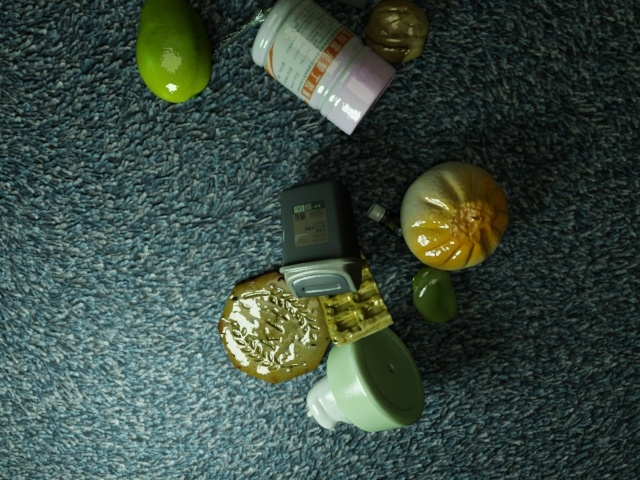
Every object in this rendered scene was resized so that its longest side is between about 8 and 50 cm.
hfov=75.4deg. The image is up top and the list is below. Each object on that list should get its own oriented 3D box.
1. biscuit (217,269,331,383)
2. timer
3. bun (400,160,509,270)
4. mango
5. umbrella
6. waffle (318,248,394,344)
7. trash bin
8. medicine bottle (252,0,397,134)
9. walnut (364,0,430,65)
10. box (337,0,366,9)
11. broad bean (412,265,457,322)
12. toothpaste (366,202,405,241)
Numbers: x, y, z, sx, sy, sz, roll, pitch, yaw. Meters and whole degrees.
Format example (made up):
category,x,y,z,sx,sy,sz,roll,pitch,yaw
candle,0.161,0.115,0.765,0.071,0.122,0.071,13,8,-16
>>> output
category,x,y,z,sx,sy,sz,roll,pitch,yaw
biscuit,-0.136,0.266,1.249,0.358,0.046,0.359,1,100,3
timer,0.088,0.427,1.182,0.291,0.291,0.315,47,119,-6
bun,0.368,-0.061,1.097,0.298,0.165,0.299,-1,101,-7
mango,-0.374,-0.498,1.069,0.185,0.149,0.273,6,95,3
umbrella,-0.192,-0.571,1.103,0.269,0.044,0.044,-36,70,9
waffle,0.081,0.152,1.123,0.168,0.274,0.057,-28,131,6
trash bin,0.000,0.000,1.097,0.209,0.182,0.291,-10,80,21
medicine bottle,0.010,-0.439,1.037,0.315,0.202,0.202,36,99,-4
walnut,0.192,-0.527,1.049,0.166,0.149,0.167,0,134,0
box,0.059,-0.748,1.026,0.194,0.111,0.261,17,98,-2
broad bean,0.328,0.156,1.192,0.124,0.082,0.175,-11,98,2
toothpaste,0.225,-0.044,1.183,0.193,0.045,0.071,30,98,-9
